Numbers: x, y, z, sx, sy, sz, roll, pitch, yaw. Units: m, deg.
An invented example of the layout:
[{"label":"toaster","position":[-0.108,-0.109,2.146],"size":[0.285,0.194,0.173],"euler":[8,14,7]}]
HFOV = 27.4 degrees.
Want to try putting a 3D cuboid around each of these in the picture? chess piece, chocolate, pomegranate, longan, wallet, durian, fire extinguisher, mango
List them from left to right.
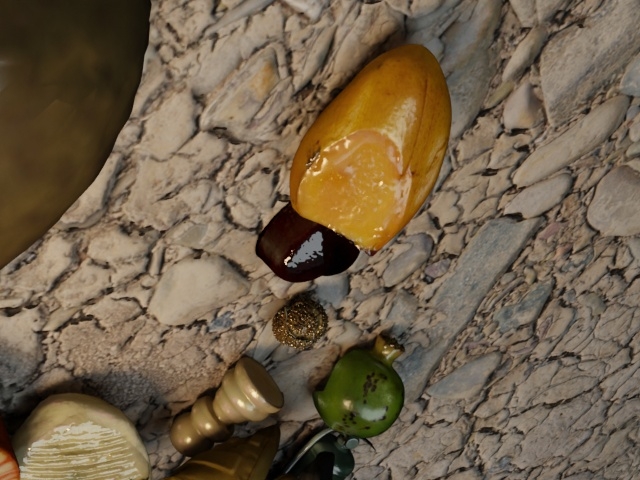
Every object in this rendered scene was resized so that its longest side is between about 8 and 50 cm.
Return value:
[{"label":"longan","position":[-0.349,-0.149,1.037],"size":[0.436,0.404,0.404],"euler":[-46,142,9]},{"label":"chess piece","position":[-0.144,0.257,1.916],"size":[0.170,0.094,0.094],"euler":[-40,143,12]},{"label":"durian","position":[-0.031,0.119,1.871],"size":[0.080,0.080,0.091],"euler":[-8,177,-32]},{"label":"fire extinguisher","position":[-0.018,0.391,2.158],"size":[0.118,0.093,0.294],"euler":[30,111,-30]},{"label":"wallet","position":[-0.012,0.386,1.912],"size":[0.250,0.044,0.149],"euler":[14,83,-84]},{"label":"chocolate","position":[0.000,0.000,1.749],"size":[0.149,0.080,0.125],"euler":[-7,136,-30]},{"label":"pomegranate","position":[0.076,0.236,2.033],"size":[0.169,0.122,0.143],"euler":[-42,129,14]},{"label":"mango","position":[0.077,-0.126,1.627],"size":[0.187,0.138,0.257],"euler":[23,113,-29]}]

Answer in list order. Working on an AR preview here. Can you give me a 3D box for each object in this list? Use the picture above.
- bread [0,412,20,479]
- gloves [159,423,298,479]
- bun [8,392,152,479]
[{"label":"bread","position":[-0.530,0.288,1.591],"size":[0.328,0.114,0.295],"euler":[0,141,-43]},{"label":"gloves","position":[-0.148,0.370,1.844],"size":[0.141,0.154,0.331],"euler":[61,43,-28]},{"label":"bun","position":[-0.343,0.307,1.792],"size":[0.210,0.116,0.237],"euler":[-15,116,-18]}]
